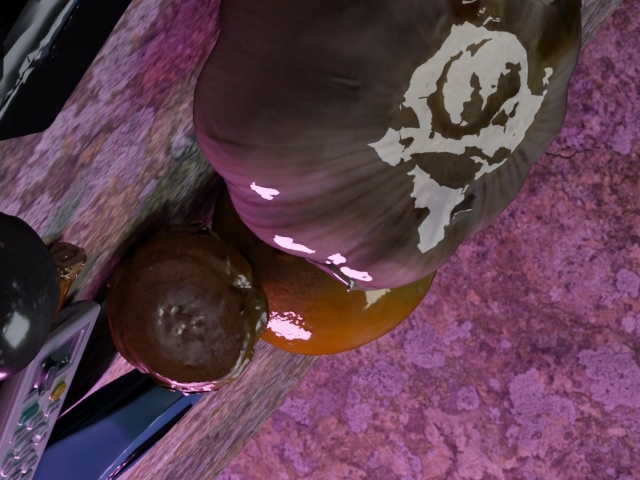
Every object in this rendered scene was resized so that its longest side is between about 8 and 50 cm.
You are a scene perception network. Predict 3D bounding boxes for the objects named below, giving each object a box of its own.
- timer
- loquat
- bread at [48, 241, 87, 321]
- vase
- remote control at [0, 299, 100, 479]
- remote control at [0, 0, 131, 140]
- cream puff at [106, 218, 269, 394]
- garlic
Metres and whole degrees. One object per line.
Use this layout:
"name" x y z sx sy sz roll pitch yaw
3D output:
"timer" -0.194 0.171 1.933 0.250 0.091 0.232 -42 177 35
"loquat" 0.000 0.000 1.906 0.244 0.244 0.244 -49 172 -10
"bread" -0.222 0.039 1.557 0.083 0.036 0.047 -57 178 31
"vase" -0.256 0.049 1.200 0.183 0.120 0.120 -26 160 -34
"remote control" -0.284 0.172 1.770 0.103 0.051 0.293 -40 164 -51
"remote control" -0.089 -0.211 1.057 0.399 0.062 0.144 -53 172 18
"cream puff" -0.123 0.061 1.790 0.115 0.150 0.165 -98 -172 -76
"garlic" 0.053 -0.121 1.463 0.322 0.322 0.241 -51 -163 8
